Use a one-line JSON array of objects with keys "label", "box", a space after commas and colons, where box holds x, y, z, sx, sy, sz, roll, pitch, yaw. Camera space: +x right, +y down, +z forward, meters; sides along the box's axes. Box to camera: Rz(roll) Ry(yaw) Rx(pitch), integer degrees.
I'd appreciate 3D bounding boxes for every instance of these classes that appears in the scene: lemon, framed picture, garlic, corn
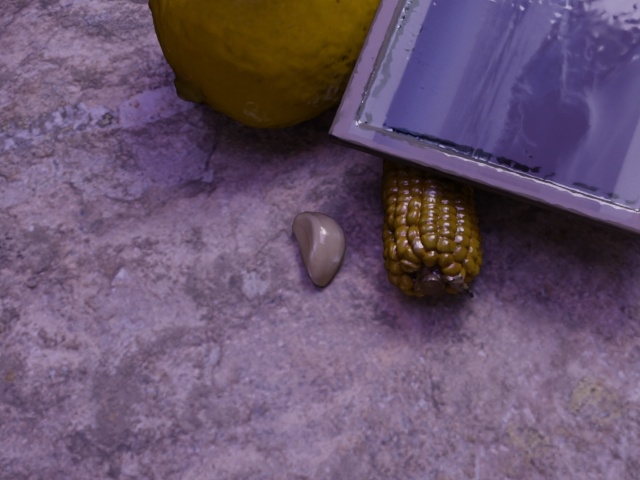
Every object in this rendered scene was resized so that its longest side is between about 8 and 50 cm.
[{"label": "lemon", "box": [-0.041, -0.257, 1.055, 0.260, 0.260, 0.284, 12, 63, 15]}, {"label": "framed picture", "box": [0.234, -0.252, 0.945, 0.326, 0.028, 0.446, 19, 83, 16]}, {"label": "garlic", "box": [-0.001, 0.000, 1.020, 0.041, 0.053, 0.083, 9, 43, -39]}, {"label": "corn", "box": [0.113, -0.083, 1.021, 0.101, 0.102, 0.313, -1, 56, 8]}]
